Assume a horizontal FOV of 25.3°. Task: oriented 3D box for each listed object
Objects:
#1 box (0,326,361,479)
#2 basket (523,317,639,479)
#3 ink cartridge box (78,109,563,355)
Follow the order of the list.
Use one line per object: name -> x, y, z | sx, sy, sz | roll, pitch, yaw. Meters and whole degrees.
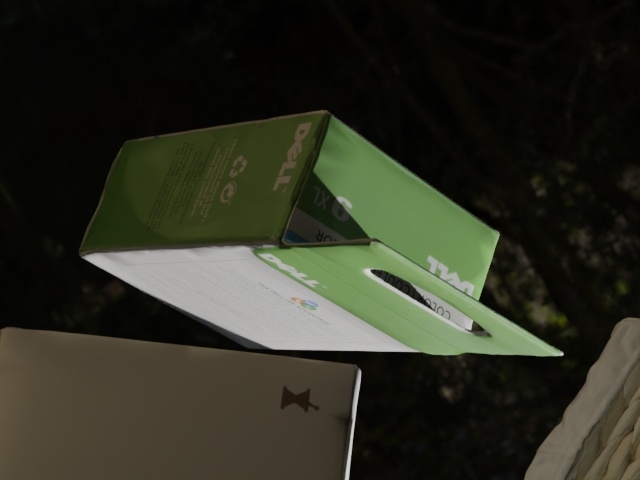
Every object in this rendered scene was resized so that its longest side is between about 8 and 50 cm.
box -> -0.045, 0.125, 0.370 | 0.091, 0.170, 0.130 | 6, -130, 1
basket -> 0.285, 0.294, 1.001 | 0.266, 0.328, 0.331 | 25, -105, 42
ink cartridge box -> 0.000, 0.000, 0.608 | 0.209, 0.109, 0.062 | -3, -119, 51
